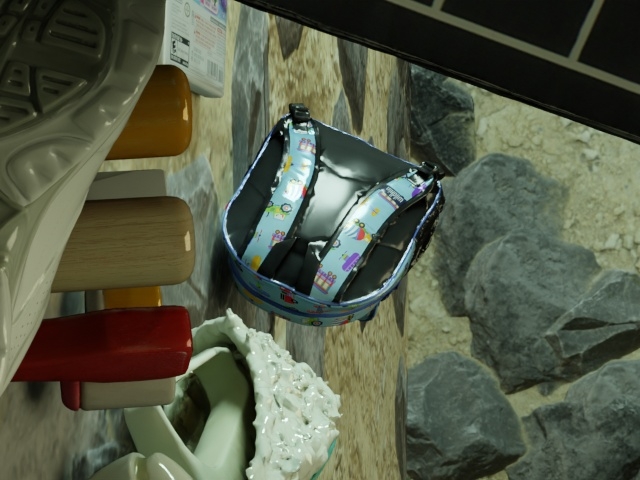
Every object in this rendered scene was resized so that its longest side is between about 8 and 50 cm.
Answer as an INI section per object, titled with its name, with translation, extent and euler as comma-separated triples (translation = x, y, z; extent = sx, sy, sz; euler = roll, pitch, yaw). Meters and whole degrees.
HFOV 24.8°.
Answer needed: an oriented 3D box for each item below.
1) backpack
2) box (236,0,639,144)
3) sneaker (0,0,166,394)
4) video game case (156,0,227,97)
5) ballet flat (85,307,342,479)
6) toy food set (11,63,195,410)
[backpack]
translation = 0.000, 0.000, 1.149
extent = 0.117, 0.158, 0.173
euler = 108, 8, -48
[box]
translation = 0.059, -0.216, 0.470
extent = 0.183, 0.294, 0.296
euler = -79, -170, -67
[sneaker]
translation = -0.127, -0.021, 0.545
extent = 0.115, 0.090, 0.232
euler = 138, -23, -80
[video game case]
translation = -0.088, -0.175, 0.973
extent = 0.157, 0.019, 0.143
euler = 7, 85, -80
[ballet flat]
translation = -0.083, 0.159, 0.838
extent = 0.409, 0.147, 0.147
euler = -72, 162, -69
[toy food set]
translation = -0.120, 0.016, 0.686
extent = 0.232, 0.104, 0.111
euler = 113, -29, -64
